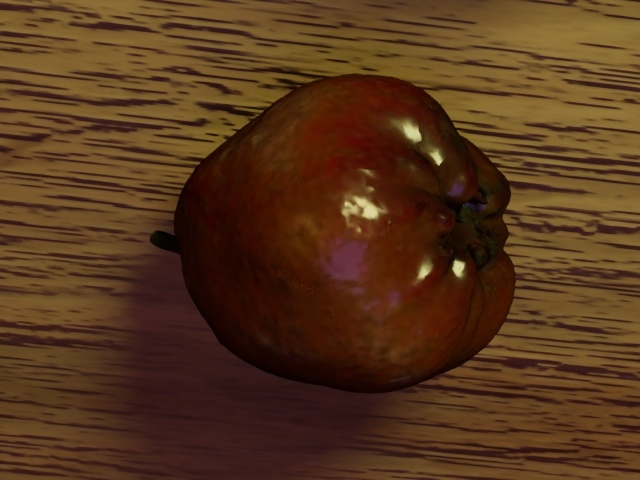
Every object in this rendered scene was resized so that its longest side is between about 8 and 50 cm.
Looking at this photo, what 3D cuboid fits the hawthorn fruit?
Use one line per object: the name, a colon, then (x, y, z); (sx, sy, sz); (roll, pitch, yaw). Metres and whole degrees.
hawthorn fruit: (0.000, 0.000, 0.920); (0.260, 0.224, 0.224); (-6, 123, 30)
